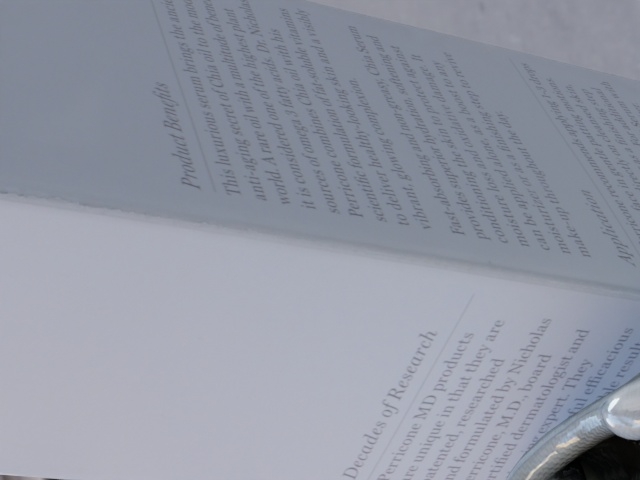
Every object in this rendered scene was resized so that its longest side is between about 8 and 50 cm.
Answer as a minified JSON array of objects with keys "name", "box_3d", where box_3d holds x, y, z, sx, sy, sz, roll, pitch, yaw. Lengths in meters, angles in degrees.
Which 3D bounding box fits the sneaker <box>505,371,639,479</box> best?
[{"name":"sneaker","box_3d":[0.102,0.119,0.568,0.110,0.118,0.292,53,143,24]}]

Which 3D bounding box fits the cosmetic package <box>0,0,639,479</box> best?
[{"name":"cosmetic package","box_3d":[0.000,0.000,0.755,0.161,0.453,0.230,-64,30,31]}]
